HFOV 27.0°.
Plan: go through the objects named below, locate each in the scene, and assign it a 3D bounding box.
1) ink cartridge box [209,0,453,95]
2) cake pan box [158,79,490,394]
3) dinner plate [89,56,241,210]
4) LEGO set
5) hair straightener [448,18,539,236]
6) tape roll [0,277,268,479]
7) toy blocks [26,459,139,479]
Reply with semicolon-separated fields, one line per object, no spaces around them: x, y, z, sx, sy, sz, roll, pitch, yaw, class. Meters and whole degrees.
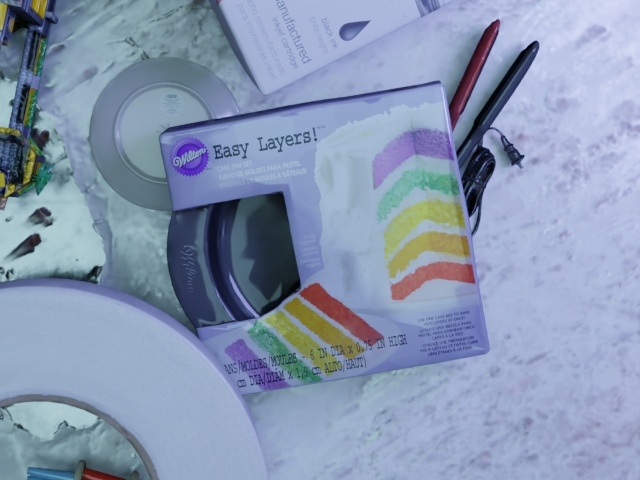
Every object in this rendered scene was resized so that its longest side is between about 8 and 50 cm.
0.024;-0.285;1.134;0.283;0.117;0.207;-27;121;-3;ink cartridge box
0.000;0.000;1.180;0.266;0.070;0.246;-9;96;5;cake pan box
-0.140;-0.097;1.216;0.141;0.017;0.141;0;90;-5;dinner plate
-0.365;-0.162;1.110;0.331;0.192;0.255;21;90;-4;LEGO set
0.145;-0.081;1.218;0.089;0.047;0.230;25;90;-4;hair straightener
-0.237;0.225;1.127;0.392;0.072;0.392;-1;95;-6;tape roll
-0.199;0.264;1.202;0.148;0.054;0.123;12;90;-4;toy blocks
